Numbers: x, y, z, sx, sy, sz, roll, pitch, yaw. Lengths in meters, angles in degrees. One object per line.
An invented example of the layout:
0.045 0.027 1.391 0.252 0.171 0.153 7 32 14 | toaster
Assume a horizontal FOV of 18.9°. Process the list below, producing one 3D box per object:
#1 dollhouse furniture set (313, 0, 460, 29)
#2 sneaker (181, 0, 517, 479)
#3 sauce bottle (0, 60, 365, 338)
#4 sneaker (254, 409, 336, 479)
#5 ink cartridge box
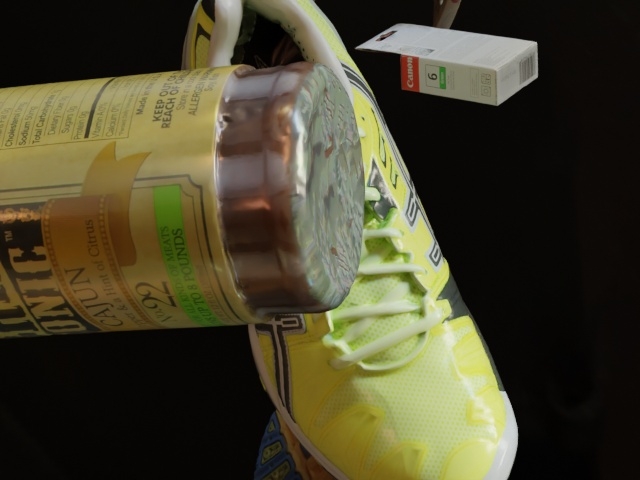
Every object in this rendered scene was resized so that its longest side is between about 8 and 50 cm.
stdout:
0.062 -0.272 1.541 0.129 0.183 0.129 8 62 -8 | dollhouse furniture set
0.000 0.000 1.206 0.145 0.147 0.384 -27 71 -4 | sneaker
-0.156 -0.009 0.837 0.344 0.111 0.111 -5 105 17 | sauce bottle
0.055 0.231 1.402 0.131 0.296 0.112 15 122 -41 | sneaker
0.089 -0.125 1.356 0.115 0.063 0.029 12 119 31 | ink cartridge box
